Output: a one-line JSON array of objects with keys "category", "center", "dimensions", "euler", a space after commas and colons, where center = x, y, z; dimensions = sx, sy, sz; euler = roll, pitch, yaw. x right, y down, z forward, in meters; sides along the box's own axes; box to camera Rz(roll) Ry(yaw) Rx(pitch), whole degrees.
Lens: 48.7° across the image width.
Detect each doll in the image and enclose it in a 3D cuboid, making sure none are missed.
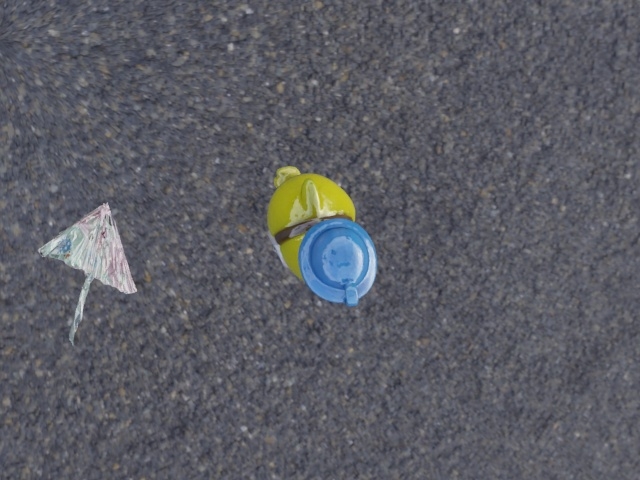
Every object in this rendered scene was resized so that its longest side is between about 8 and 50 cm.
[{"category": "doll", "center": [0.000, 0.000, 1.087], "dimensions": [0.145, 0.363, 0.199], "euler": [-16, 120, -8]}]

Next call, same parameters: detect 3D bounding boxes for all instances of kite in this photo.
[{"category": "kite", "center": [-0.232, 0.032, 0.716], "dimensions": [0.139, 0.011, 0.156], "euler": [39, 54, -53]}]
